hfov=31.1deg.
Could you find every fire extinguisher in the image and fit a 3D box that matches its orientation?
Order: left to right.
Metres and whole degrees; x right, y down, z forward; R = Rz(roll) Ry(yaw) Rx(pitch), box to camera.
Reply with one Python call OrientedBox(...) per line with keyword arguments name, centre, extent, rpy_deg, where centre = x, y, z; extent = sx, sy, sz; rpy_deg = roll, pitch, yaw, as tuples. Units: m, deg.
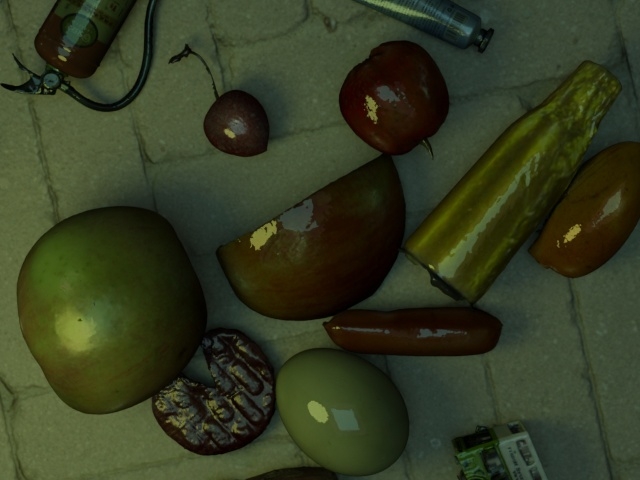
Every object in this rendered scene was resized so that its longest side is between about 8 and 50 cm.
OrientedBox(name="fire extinguisher", centre=(-0.352, -0.366, 1.900), extent=(0.200, 0.113, 0.376), rpy_deg=(33, 94, 0))

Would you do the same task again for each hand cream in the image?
OrientedBox(name="hand cream", centre=(0.160, -0.393, 1.908), extent=(0.271, 0.058, 0.091), rpy_deg=(28, 106, 4))

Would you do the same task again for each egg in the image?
OrientedBox(name="egg", centre=(0.035, 0.278, 1.883), extent=(0.242, 0.186, 0.186), rpy_deg=(42, 94, 9))

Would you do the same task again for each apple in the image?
OrientedBox(name="apple", centre=(-0.323, 0.102, 1.832), extent=(0.277, 0.319, 0.319), rpy_deg=(-24, 92, 0))
OrientedBox(name="apple", centre=(0.000, 0.000, 1.901), extent=(0.346, 0.254, 0.179), rpy_deg=(-31, 51, 4))

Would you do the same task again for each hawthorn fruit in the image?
OrientedBox(name="hawthorn fruit", centre=(0.130, -0.217, 1.856), extent=(0.179, 0.179, 0.200), rpy_deg=(-40, 89, 4))

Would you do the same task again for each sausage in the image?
OrientedBox(name="sausage", centre=(0.152, 0.153, 1.905), extent=(0.300, 0.089, 0.083), rpy_deg=(0, 103, -5))

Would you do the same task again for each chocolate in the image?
OrientedBox(name="chocolate", centre=(0.327, -0.096, 1.863), extent=(0.162, 0.162, 0.445), rpy_deg=(40, 93, 0))

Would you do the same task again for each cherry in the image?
OrientedBox(name="cherry", centre=(-0.173, -0.223, 1.917), extent=(0.225, 0.090, 0.107), rpy_deg=(42, 101, 10))

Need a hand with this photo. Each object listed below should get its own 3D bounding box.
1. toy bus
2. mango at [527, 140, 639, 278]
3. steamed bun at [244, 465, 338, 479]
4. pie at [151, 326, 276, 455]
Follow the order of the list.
OrientedBox(name="toy bus", centre=(0.328, 0.458, 1.922), extent=(0.139, 0.113, 0.301), rpy_deg=(-23, 95, 4))
OrientedBox(name="mango", centre=(0.451, -0.053, 1.870), extent=(0.126, 0.154, 0.252), rpy_deg=(31, 108, -8))
OrientedBox(name="steamed bun", centre=(-0.045, 0.456, 1.942), extent=(0.175, 0.106, 0.145), rpy_deg=(-7, 98, 17))
OrientedBox(name="pie", centre=(-0.179, 0.261, 1.960), extent=(0.219, 0.054, 0.204), rpy_deg=(-28, 91, 2))
